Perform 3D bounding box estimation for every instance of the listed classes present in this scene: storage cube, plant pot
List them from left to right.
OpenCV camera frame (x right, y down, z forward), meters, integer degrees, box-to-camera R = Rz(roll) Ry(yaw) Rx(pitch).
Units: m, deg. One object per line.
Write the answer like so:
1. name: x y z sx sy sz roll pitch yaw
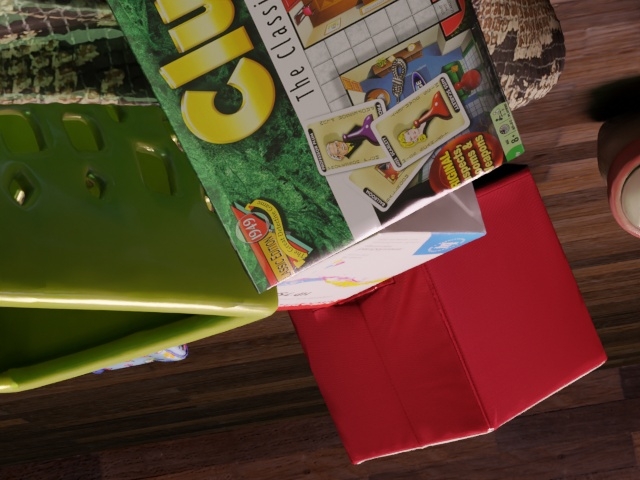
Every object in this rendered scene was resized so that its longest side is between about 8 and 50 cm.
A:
1. plant pot: -0.185 -0.037 0.889 0.227 0.207 0.228 -19 164 36
2. storage cube: 0.106 0.069 1.501 0.184 0.193 0.215 -22 -178 45

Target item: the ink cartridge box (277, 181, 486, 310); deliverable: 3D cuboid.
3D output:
1. ink cartridge box: 0.000 0.000 1.342 0.134 0.078 0.231 -1 160 -46

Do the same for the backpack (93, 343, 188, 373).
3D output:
1. backpack: -0.220 0.058 1.512 0.173 0.117 0.158 -8 167 6

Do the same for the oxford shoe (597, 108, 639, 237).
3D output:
1. oxford shoe: 0.394 -0.081 1.345 0.348 0.123 0.130 0 -148 -5

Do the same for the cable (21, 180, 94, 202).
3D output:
1. cable: -0.195 -0.031 1.227 0.287 0.072 0.139 -4 161 -19

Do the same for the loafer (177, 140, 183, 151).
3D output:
1. loafer: -0.044 -0.079 1.078 0.268 0.102 0.092 4 166 -19

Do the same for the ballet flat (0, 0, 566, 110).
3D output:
1. ballet flat: -0.073 -0.136 0.711 0.483 0.164 0.182 -2 142 -25

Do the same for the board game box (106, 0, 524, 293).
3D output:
1. board game box: -0.017 -0.107 0.658 0.136 0.030 0.259 -27 126 -2
